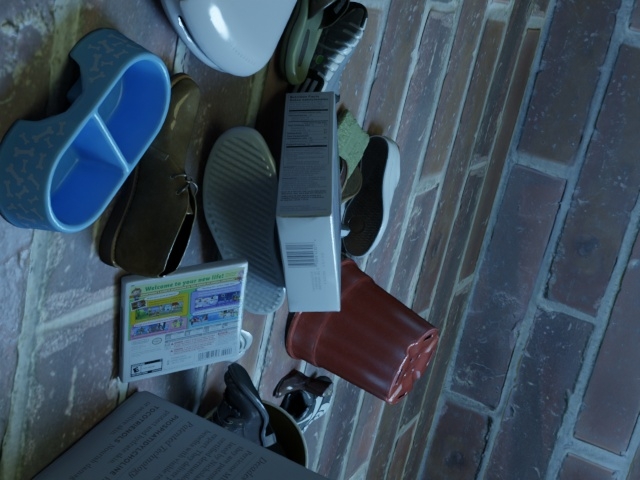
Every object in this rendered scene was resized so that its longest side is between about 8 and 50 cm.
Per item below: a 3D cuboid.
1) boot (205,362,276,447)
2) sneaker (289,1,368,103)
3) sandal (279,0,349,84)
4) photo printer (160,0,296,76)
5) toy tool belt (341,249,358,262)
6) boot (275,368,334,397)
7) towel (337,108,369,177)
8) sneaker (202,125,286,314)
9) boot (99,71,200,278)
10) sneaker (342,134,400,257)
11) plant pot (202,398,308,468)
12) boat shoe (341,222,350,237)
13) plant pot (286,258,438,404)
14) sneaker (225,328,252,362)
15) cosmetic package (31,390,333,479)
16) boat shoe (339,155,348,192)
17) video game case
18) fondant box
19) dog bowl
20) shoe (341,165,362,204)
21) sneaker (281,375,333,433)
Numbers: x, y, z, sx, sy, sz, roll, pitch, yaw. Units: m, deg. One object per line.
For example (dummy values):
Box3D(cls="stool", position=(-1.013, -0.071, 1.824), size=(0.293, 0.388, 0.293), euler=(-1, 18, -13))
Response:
Box3D(cls="boot", position=(-0.207, 0.353, 1.697), size=(0.229, 0.091, 0.263), euler=(-23, 136, -9))
Box3D(cls="sneaker", position=(0.022, -0.338, 1.783), size=(0.229, 0.086, 0.132), euler=(-57, 162, -5))
Box3D(cls="sandal", position=(0.008, -0.419, 1.656), size=(0.120, 0.086, 0.303), euler=(-12, 119, -65))
Box3D(cls="photo printer", position=(-0.113, -0.406, 1.356), size=(0.307, 0.107, 0.256), euler=(-67, 158, -9))
Box3D(cls="toy tool belt", position=(0.064, 0.041, 2.245), size=(0.083, 0.051, 0.052), euler=(-65, 177, 20))
Box3D(cls="boot", position=(-0.035, 0.347, 2.165), size=(0.106, 0.114, 0.037), euler=(-45, 147, -47))
Box3D(cls="towel", position=(0.046, -0.194, 1.975), size=(0.110, 0.027, 0.148), euler=(47, 62, -40))
Box3D(cls="sneaker", position=(-0.128, -0.053, 1.644), size=(0.150, 0.135, 0.366), euler=(-91, 179, -56))
Box3D(cls="boot", position=(-0.217, -0.091, 1.371), size=(0.112, 0.115, 0.305), euler=(12, 96, -66))
Box3D(cls="sneaker", position=(0.136, -0.099, 2.199), size=(0.123, 0.106, 0.290), euler=(-3, 110, -64))
Box3D(cls="plant pot", position=(-0.137, 0.455, 1.915), size=(0.254, 0.237, 0.237), euler=(81, 33, -74))
Box3D(cls="boat shoe", position=(0.000, 0.000, 2.039), size=(0.083, 0.065, 0.183), euler=(-62, 163, 17))
Box3D(cls="plant pot", position=(0.109, 0.221, 2.135), size=(0.272, 0.265, 0.272), euler=(-44, 151, -31))
Box3D(cls="sneaker", position=(-0.217, 0.129, 1.608), size=(0.090, 0.095, 0.235), euler=(-43, 135, -1))
Box3D(cls="cosmetic package", position=(-0.230, 0.513, 1.476), size=(0.327, 0.393, 0.329), euler=(-40, 144, -52))
Box3D(cls="boat shoe", position=(-0.014, -0.086, 1.881), size=(0.207, 0.073, 0.073), euler=(-60, 154, -4))
Box3D(cls="video game case", position=(-0.224, 0.129, 1.523), size=(0.212, 0.023, 0.193), euler=(-9, 122, -29))
Box3D(cls="fondant box", position=(-0.014, -0.072, 1.651), size=(0.330, 0.096, 0.238), euler=(-87, 174, -45))
Box3D(cls="dog bowl", position=(-0.295, -0.137, 1.202), size=(0.297, 0.074, 0.166), euler=(-61, 156, -24))
Box3D(cls="shoe", position=(0.024, -0.103, 2.016), size=(0.076, 0.058, 0.219), euler=(61, 39, -20))
Box3D(cls="sneaker", position=(-0.034, 0.389, 2.251), size=(0.234, 0.078, 0.106), euler=(-43, 148, -45))
